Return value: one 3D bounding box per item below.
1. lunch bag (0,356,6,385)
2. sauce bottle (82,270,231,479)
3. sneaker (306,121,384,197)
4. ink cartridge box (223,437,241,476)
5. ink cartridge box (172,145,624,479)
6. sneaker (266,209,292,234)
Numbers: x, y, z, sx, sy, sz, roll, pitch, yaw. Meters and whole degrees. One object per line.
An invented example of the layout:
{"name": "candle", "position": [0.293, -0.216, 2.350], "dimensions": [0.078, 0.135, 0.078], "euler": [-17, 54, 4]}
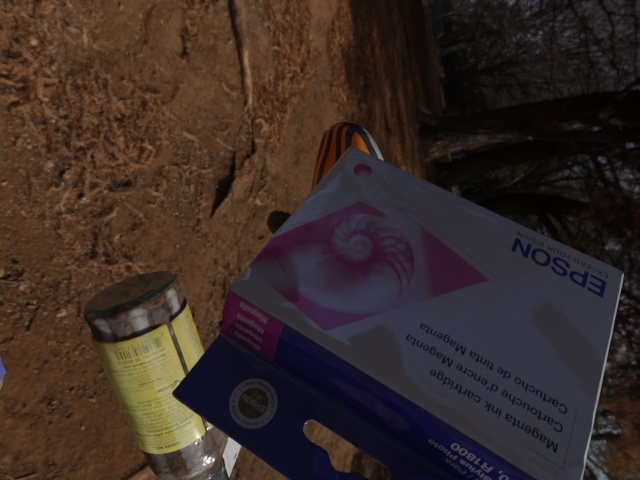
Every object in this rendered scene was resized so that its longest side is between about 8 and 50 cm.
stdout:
{"name": "lunch bag", "position": [-0.582, 0.293, 0.667], "dimensions": [0.293, 0.138, 0.221], "euler": [122, -27, -54]}
{"name": "sauce bottle", "position": [-0.180, 0.213, 0.531], "dimensions": [0.111, 0.111, 0.345], "euler": [-58, 140, -66]}
{"name": "sneaker", "position": [0.000, 0.000, 0.590], "dimensions": [0.180, 0.124, 0.322], "euler": [-13, 107, -47]}
{"name": "ink cartridge box", "position": [-0.165, 0.308, 0.706], "dimensions": [0.135, 0.056, 0.099], "euler": [-69, 155, -61]}
{"name": "ink cartridge box", "position": [0.087, 0.084, 0.408], "dimensions": [0.330, 0.323, 0.072], "euler": [-53, 164, -33]}
{"name": "sneaker", "position": [0.015, 0.078, 0.786], "dimensions": [0.330, 0.146, 0.122], "euler": [37, -9, -1]}
